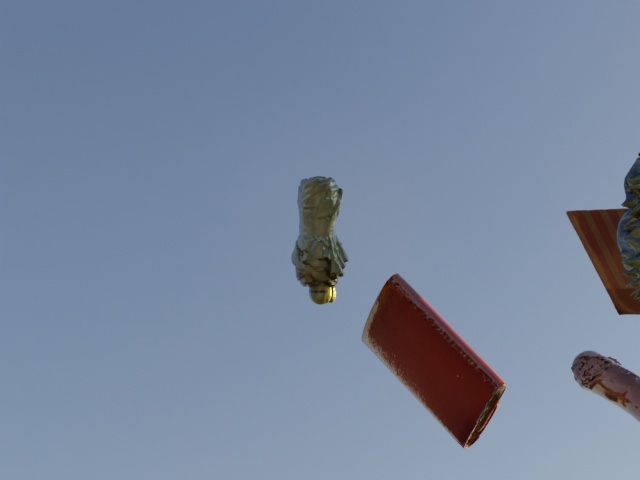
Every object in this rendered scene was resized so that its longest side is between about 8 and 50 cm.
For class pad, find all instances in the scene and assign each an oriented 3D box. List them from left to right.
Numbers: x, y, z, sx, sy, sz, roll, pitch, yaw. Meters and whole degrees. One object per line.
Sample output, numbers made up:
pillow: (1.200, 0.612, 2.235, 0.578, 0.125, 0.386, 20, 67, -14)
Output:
pad: (0.481, 0.031, 1.304, 0.300, 0.005, 0.202, -1, -48, 47)

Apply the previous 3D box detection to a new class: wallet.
wallet: (0.142, 0.153, 1.287, 0.045, 0.204, 0.142, -26, -31, -33)

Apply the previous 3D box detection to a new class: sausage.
sausage: (0.484, 0.245, 1.552, 0.078, 0.304, 0.078, -8, -69, -21)

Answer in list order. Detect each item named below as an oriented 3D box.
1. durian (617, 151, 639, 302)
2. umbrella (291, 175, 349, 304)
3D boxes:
durian: (0.408, -0.022, 0.929, 0.225, 0.291, 0.291, 17, -16, 45)
umbrella: (0.000, 0.000, 1.123, 0.067, 0.143, 0.062, -1, 2, 32)
